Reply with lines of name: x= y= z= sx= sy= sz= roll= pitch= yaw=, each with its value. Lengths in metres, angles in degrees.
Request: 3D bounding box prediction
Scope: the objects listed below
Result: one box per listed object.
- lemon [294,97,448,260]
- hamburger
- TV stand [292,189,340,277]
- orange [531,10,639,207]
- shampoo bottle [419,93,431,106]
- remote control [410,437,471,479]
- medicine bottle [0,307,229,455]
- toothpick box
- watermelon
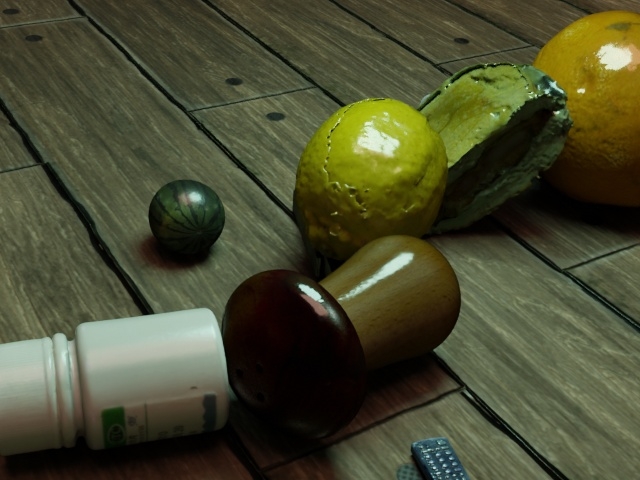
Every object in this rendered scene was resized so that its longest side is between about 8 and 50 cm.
lemon: x=0.068 y=-0.079 z=1.229 sx=0.204 sy=0.204 sz=0.260 roll=21 pitch=60 yaw=22
hamburger: x=0.222 y=-0.154 z=1.380 sx=0.132 sy=0.309 sz=0.211 roll=33 pitch=24 yaw=-34
TV stand: x=0.000 y=0.000 z=1.310 sx=0.042 sy=0.036 sz=0.249 roll=-2 pitch=35 yaw=-13
orange: x=0.464 y=-0.203 z=1.436 sx=0.312 sy=0.312 sz=0.312 roll=3 pitch=34 yaw=-2
shampoo bottle: x=0.326 y=-0.246 z=1.670 sx=0.303 sy=0.092 sz=0.092 roll=-14 pitch=38 yaw=-28
remote control: x=0.140 y=0.264 z=0.946 sx=0.043 sy=0.027 sz=0.152 roll=-11 pitch=35 yaw=-12
medicine bottle: x=-0.223 y=0.153 z=0.967 sx=0.236 sy=0.139 sz=0.139 roll=-8 pitch=36 yaw=-16
toothpick box: x=0.026 y=0.100 z=1.041 sx=0.192 sy=0.192 sz=0.294 roll=31 pitch=36 yaw=33
watermelon: x=-0.193 y=-0.041 z=1.285 sx=0.105 sy=0.105 sz=0.133 roll=-14 pitch=40 yaw=-26
